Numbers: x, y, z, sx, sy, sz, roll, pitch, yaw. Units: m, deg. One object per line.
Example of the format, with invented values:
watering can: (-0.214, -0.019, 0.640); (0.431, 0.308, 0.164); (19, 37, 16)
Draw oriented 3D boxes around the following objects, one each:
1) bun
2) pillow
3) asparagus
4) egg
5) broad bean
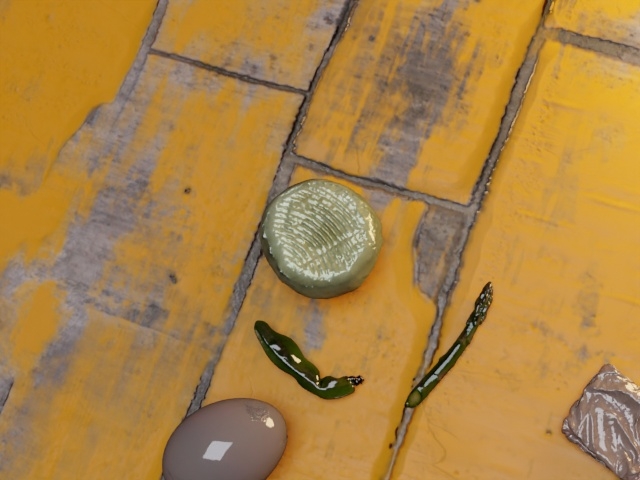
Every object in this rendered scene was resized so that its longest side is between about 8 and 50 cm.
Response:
bun: (0.000, 0.000, 1.501); (0.196, 0.118, 0.195); (-1, 76, 4)
pillow: (0.478, 0.299, 1.368); (0.248, 0.049, 0.135); (39, 83, 18)
asparagus: (0.206, 0.165, 1.465); (0.034, 0.027, 0.236); (36, 84, 6)
egg: (-0.142, 0.315, 1.422); (0.199, 0.146, 0.146); (-24, 72, -3)
broad bean: (-0.030, 0.196, 1.488); (0.195, 0.046, 0.061); (28, 69, 11)
